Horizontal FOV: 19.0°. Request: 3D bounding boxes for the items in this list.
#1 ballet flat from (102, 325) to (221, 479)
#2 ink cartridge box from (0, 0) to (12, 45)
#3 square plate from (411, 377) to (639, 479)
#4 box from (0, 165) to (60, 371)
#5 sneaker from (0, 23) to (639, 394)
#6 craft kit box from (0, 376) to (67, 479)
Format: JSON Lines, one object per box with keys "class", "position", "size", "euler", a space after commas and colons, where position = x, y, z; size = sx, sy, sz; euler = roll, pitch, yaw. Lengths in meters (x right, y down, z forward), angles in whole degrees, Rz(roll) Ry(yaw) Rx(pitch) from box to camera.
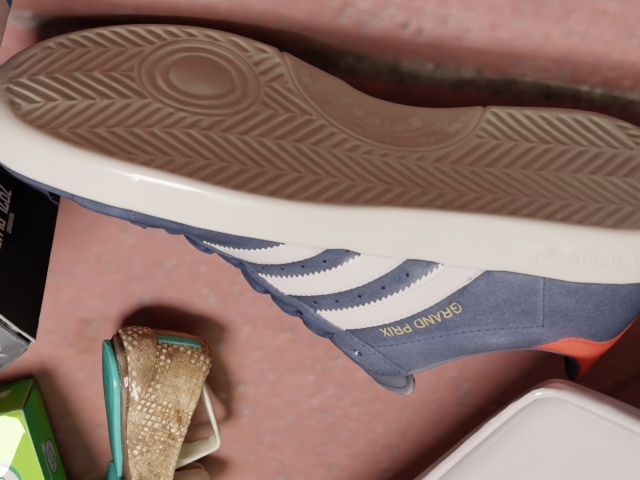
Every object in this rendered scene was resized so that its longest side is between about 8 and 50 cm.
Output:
{"class": "ballet flat", "position": [-0.091, 0.132, 1.098], "size": [0.067, 0.073, 0.206], "euler": [-5, 135, -14]}
{"class": "ink cartridge box", "position": [-0.200, -0.099, 0.798], "size": [0.078, 0.231, 0.134], "euler": [-16, 128, 13]}
{"class": "square plate", "position": [0.148, 0.207, 1.129], "size": [0.347, 0.049, 0.344], "euler": [23, 134, -29]}
{"class": "box", "position": [-0.220, 0.028, 0.958], "size": [0.180, 0.147, 0.077], "euler": [-36, 120, 25]}
{"class": "sneaker", "position": [0.000, 0.000, 0.949], "size": [0.350, 0.131, 0.148], "euler": [13, 132, -6]}
{"class": "craft kit box", "position": [-0.250, 0.227, 1.116], "size": [0.246, 0.061, 0.250], "euler": [-15, 106, 2]}
